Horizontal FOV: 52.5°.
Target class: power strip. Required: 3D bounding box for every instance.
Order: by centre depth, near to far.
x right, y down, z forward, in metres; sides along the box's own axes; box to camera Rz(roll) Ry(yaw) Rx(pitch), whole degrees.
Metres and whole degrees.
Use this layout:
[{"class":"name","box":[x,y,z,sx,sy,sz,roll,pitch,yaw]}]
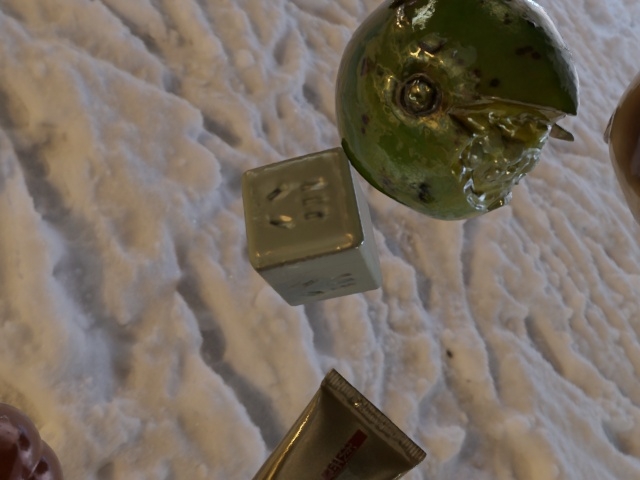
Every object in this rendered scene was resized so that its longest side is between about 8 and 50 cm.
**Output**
[{"class":"power strip","box":[0.000,0.000,0.853,0.224,0.140,0.139,56,21,-64]}]

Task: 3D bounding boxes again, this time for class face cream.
[{"class":"face cream","box":[-0.048,0.311,0.703,0.137,0.341,0.084,41,1,7]}]

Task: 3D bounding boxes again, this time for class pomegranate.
[{"class":"pomegranate","box":[0.155,-0.143,0.667,0.301,0.236,0.236,-9,66,-49]}]

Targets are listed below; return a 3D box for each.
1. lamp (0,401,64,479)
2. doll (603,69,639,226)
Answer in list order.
[{"class":"lamp","box":[-0.323,0.234,0.530,0.223,0.196,0.224,2,86,-40]},{"class":"doll","box":[0.347,-0.017,0.434,0.225,0.215,0.370,-4,52,-39]}]
